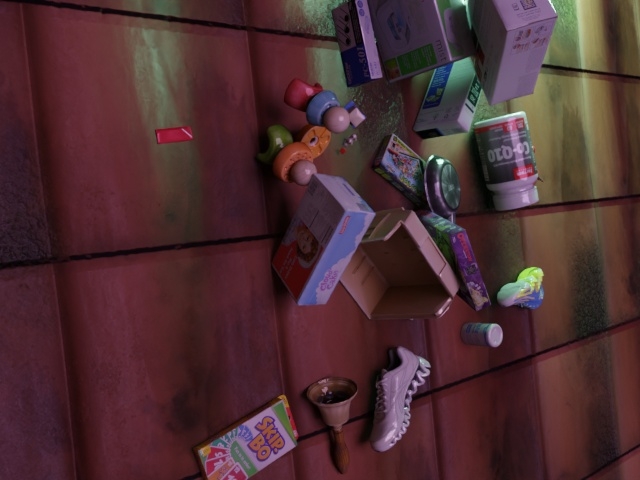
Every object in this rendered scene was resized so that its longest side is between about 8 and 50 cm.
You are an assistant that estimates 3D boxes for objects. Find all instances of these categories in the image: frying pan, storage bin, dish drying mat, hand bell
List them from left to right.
[{"bbox_3d":[-0.318,-0.230,1.403,0.083,0.008,0.032,-14,97,-38],"label":"dish drying mat"},{"bbox_3d":[0.042,0.476,1.598,0.126,0.126,0.241,-21,112,-37],"label":"hand bell"},{"bbox_3d":[0.173,0.065,1.612,0.262,0.260,0.123,53,55,-22],"label":"storage bin"},{"bbox_3d":[0.351,-0.090,1.839,0.197,0.053,0.325,21,66,-51],"label":"frying pan"}]

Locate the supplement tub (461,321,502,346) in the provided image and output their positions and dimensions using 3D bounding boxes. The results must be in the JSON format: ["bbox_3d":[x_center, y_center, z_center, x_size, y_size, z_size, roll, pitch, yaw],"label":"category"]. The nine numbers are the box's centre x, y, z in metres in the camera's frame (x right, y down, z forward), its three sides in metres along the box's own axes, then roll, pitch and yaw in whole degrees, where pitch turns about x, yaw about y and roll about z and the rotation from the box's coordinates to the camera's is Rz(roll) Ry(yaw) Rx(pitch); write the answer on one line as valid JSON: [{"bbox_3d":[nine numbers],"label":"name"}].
[{"bbox_3d":[0.484,0.282,1.935,0.071,0.107,0.070,3,85,-39],"label":"supplement tub"}]

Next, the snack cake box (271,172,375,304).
[{"bbox_3d":[0.000,0.000,1.464,0.089,0.152,0.264,4,125,-39],"label":"snack cake box"}]

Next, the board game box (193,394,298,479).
[{"bbox_3d":[-0.157,0.465,1.471,0.260,0.039,0.124,-25,103,-39],"label":"board game box"}]

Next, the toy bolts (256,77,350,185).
[{"bbox_3d":[-0.004,-0.241,1.494,0.218,0.158,0.228,-10,134,-45],"label":"toy bolts"}]

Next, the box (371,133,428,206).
[{"bbox_3d":[0.242,-0.196,1.820,0.207,0.036,0.114,34,67,-32],"label":"box"}]

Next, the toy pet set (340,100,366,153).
[{"bbox_3d":[0.053,-0.310,1.681,0.114,0.065,0.122,-42,114,6],"label":"toy pet set"}]

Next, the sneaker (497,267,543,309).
[{"bbox_3d":[0.665,0.185,2.094,0.240,0.091,0.126,-29,105,-36],"label":"sneaker"}]

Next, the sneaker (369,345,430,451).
[{"bbox_3d":[0.185,0.414,1.704,0.118,0.110,0.292,41,55,-20],"label":"sneaker"}]

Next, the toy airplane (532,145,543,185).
[{"bbox_3d":[0.713,-0.243,2.197,0.151,0.028,0.151,1,88,-37],"label":"toy airplane"}]

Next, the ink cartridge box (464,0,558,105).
[{"bbox_3d":[0.467,-0.555,1.660,0.130,0.309,0.271,-16,68,0],"label":"ink cartridge box"}]

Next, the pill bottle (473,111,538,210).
[{"bbox_3d":[0.586,-0.246,2.013,0.161,0.161,0.283,-20,99,-37],"label":"pill bottle"}]

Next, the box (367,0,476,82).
[{"bbox_3d":[0.269,-0.590,1.744,0.127,0.231,0.261,-25,103,-37],"label":"box"}]

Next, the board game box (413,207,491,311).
[{"bbox_3d":[0.337,0.039,1.706,0.056,0.347,0.208,-27,104,-1],"label":"board game box"}]

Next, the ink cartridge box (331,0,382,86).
[{"bbox_3d":[0.095,-0.516,1.687,0.046,0.097,0.206,-18,98,-37],"label":"ink cartridge box"}]

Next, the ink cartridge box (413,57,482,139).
[{"bbox_3d":[0.394,-0.454,1.874,0.065,0.165,0.332,34,69,-35],"label":"ink cartridge box"}]
